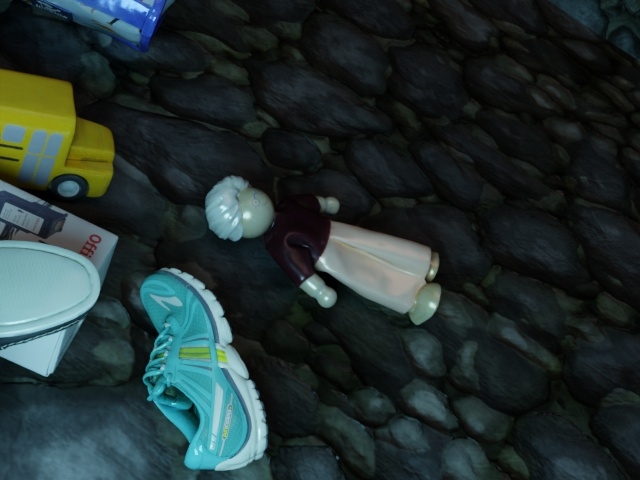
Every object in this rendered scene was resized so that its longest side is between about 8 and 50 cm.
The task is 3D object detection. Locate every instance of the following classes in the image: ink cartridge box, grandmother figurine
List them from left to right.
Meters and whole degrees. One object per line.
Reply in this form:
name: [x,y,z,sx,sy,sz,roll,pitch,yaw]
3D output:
ink cartridge box: [-0.374,0.025,1.250,0.237,0.100,0.172,26,38,-5]
grandmother figurine: [0.000,0.000,1.528,0.342,0.104,0.208,22,29,-15]

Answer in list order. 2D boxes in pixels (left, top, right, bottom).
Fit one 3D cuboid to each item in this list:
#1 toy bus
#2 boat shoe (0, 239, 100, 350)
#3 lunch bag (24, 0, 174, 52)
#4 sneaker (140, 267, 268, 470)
toy bus: [-0.424,-0.147,1.391,0.332,0.130,0.108,8,42,-26]
boat shoe: [-0.374,0.074,1.120,0.302,0.091,0.114,-4,56,-6]
lunch bag: [-0.366,-0.462,1.711,0.328,0.239,0.385,24,30,-11]
sneaker: [-0.154,0.142,1.265,0.110,0.107,0.275,-10,51,-28]
